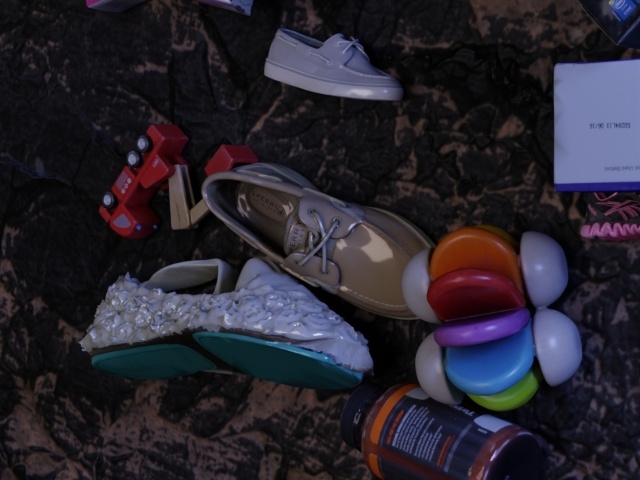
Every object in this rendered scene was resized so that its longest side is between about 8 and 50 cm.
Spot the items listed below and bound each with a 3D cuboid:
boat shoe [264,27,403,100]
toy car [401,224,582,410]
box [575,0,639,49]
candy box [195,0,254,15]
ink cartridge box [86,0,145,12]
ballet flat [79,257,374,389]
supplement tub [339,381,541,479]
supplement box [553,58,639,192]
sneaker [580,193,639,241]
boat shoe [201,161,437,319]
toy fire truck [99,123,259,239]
[{"bbox_3d":[0.016,-0.186,1.872,0.184,0.066,0.063,21,105,47],"label":"boat shoe"},{"bbox_3d":[0.156,0.073,1.691,0.159,0.136,0.182,-11,83,17],"label":"toy car"},{"bbox_3d":[0.384,-0.284,1.441,0.322,0.257,0.079,-50,62,29],"label":"box"},{"bbox_3d":[-0.131,-0.360,1.922,0.165,0.070,0.196,16,90,16],"label":"candy box"},{"bbox_3d":[-0.219,-0.466,2.056,0.175,0.069,0.371,-16,78,38],"label":"ink cartridge box"},{"bbox_3d":[-0.105,0.079,1.927,0.409,0.147,0.147,-2,90,41],"label":"ballet flat"},{"bbox_3d":[0.114,0.204,1.765,0.198,0.106,0.106,21,104,38],"label":"supplement tub"},{"bbox_3d":[0.304,-0.095,1.532,0.111,0.220,0.114,0,90,39],"label":"supplement box"},{"bbox_3d":[0.296,-0.029,1.657,0.119,0.047,0.057,-3,78,38],"label":"sneaker"},{"bbox_3d":[0.000,0.000,1.859,0.302,0.098,0.109,31,110,35],"label":"boat shoe"},{"bbox_3d":[-0.164,-0.059,2.025,0.135,0.047,0.192,49,119,27],"label":"toy fire truck"}]
